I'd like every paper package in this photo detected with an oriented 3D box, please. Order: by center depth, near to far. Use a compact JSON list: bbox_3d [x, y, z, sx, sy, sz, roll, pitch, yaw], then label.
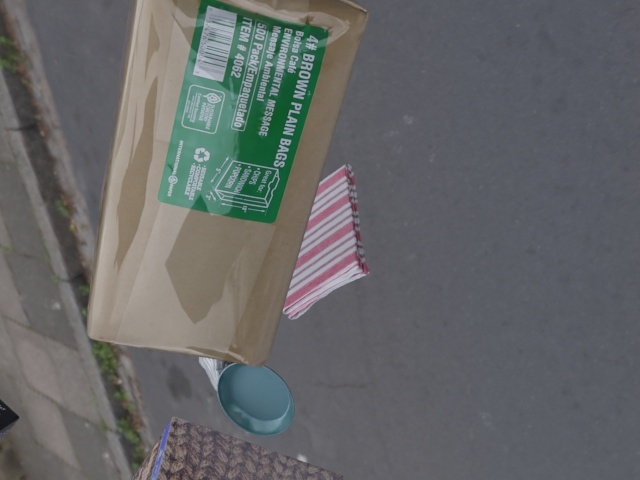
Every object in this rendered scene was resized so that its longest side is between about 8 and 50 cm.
[{"bbox_3d":[-0.105,-0.102,0.700,0.309,0.168,0.325,-113,36,-59],"label":"paper package"}]

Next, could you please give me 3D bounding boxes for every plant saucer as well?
[{"bbox_3d":[-0.086,0.215,1.055,0.119,0.021,0.120,9,115,20],"label":"plant saucer"}]

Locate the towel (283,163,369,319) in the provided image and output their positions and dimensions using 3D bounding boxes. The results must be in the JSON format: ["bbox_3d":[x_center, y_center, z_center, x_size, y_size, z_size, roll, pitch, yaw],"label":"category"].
[{"bbox_3d":[0.000,0.000,1.063,0.144,0.029,0.197,-34,41,30],"label":"towel"}]

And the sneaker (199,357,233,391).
[{"bbox_3d":[-0.161,0.140,1.174,0.115,0.090,0.232,-29,70,59],"label":"sneaker"}]

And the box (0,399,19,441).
[{"bbox_3d":[-0.442,0.219,0.719,0.163,0.142,0.247,42,104,3],"label":"box"}]

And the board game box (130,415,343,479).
[{"bbox_3d":[-0.142,0.385,0.954,0.232,0.141,0.291,24,129,-16],"label":"board game box"}]
